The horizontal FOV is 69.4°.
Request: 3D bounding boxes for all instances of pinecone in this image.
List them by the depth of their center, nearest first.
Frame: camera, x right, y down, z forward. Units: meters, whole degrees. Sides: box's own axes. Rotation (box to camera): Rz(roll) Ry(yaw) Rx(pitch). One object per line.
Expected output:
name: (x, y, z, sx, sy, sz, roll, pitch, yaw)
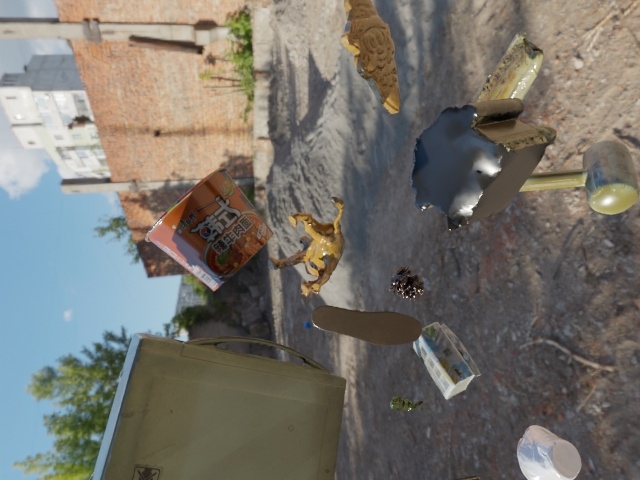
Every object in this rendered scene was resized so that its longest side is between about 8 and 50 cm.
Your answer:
pinecone: (0.200, 0.102, 1.074, 0.083, 0.077, 0.077, 37, 156, 8)

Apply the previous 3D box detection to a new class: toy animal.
toy animal: (0.005, 0.007, 0.777, 0.114, 0.116, 0.255, 49, 149, 9)

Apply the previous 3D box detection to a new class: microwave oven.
microwave oven: (-0.190, 0.357, 0.874, 0.247, 0.394, 0.333, -28, 48, 60)

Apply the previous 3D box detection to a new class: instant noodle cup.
instant noodle cup: (-0.244, -0.017, 1.072, 0.192, 0.250, 0.250, 47, 170, -6)

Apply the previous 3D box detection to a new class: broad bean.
broad bean: (0.294, 0.585, 1.654, 0.061, 0.195, 0.046, -45, 48, 25)

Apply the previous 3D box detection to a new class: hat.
hat: (0.770, 0.721, 1.525, 0.126, 0.202, 0.203, 128, 136, -66)

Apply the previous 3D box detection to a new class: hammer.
hammer: (0.627, -0.159, 1.186, 0.113, 0.305, 0.202, 68, -149, -42)

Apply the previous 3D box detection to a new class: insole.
insole: (0.133, 0.243, 1.322, 0.007, 0.327, 0.111, -103, 25, -73)

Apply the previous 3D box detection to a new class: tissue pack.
tissue pack: (0.463, 0.426, 1.685, 0.159, 0.145, 0.230, 86, 158, -53)

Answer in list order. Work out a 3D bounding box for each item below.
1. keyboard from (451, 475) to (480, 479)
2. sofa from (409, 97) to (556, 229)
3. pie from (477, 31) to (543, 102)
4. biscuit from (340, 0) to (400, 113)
keyboard: (0.265, 0.664, 1.159, 0.027, 0.316, 0.106, 128, 136, -72)
sofa: (0.328, -0.174, 0.984, 0.182, 0.199, 0.258, 52, 142, 30)
pie: (0.513, -0.424, 1.279, 0.283, 0.068, 0.129, 108, 144, -46)
biscuit: (0.099, -0.352, 0.855, 0.035, 0.162, 0.250, -2, 125, 41)
